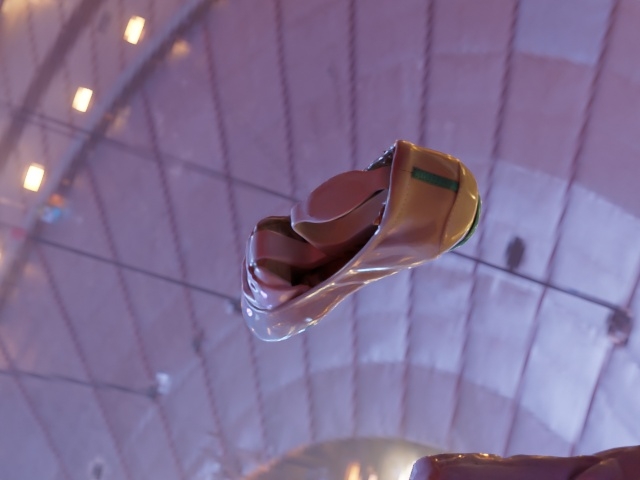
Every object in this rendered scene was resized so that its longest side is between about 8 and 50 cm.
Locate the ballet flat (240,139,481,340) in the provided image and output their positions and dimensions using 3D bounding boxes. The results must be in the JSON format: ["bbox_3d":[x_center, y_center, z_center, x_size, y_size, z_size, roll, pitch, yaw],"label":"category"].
[{"bbox_3d":[0.000,0.000,1.037,0.248,0.086,0.086,-32,-131,45],"label":"ballet flat"}]

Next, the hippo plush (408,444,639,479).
[{"bbox_3d":[0.188,0.268,1.053,0.294,0.234,0.236,-7,-110,8],"label":"hippo plush"}]
